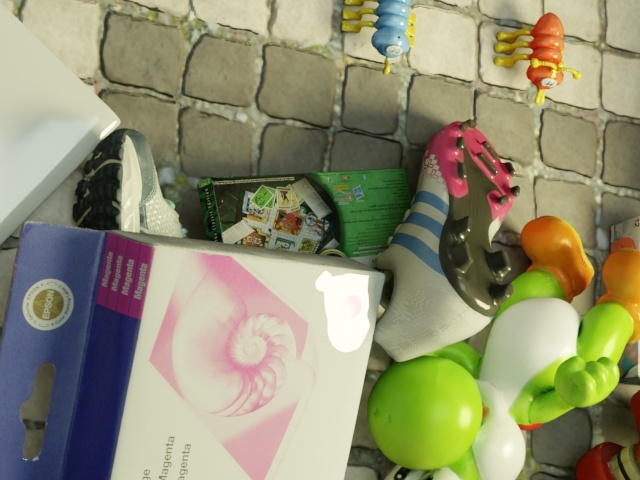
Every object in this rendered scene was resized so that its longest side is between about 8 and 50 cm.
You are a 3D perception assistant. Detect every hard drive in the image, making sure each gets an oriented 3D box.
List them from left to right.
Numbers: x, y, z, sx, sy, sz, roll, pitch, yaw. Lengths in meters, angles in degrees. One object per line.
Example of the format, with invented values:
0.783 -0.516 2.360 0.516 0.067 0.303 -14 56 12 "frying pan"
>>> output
-0.355 -0.072 1.179 0.203 0.040 0.307 45 65 -10 "hard drive"

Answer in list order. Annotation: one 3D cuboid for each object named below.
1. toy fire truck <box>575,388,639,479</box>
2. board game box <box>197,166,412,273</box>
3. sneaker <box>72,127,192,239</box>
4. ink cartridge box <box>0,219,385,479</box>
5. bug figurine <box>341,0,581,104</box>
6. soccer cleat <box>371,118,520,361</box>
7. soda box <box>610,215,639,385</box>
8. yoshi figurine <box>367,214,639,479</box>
0.418 0.293 1.344 0.254 0.169 0.302 28 35 -26 "toy fire truck"
0.000 0.000 1.288 0.260 0.030 0.136 -5 78 -43 "board game box"
-0.150 0.036 1.225 0.122 0.110 0.282 -7 91 -33 "sneaker"
-0.119 0.162 1.137 0.330 0.071 0.324 7 97 -34 "ink cartridge box"
0.164 -0.267 1.434 0.279 0.072 0.216 7 76 -22 "bug figurine"
0.112 -0.008 1.306 0.116 0.143 0.331 46 28 -17 "soccer cleat"
0.360 0.067 1.460 0.063 0.058 0.183 9 75 -22 "soda box"
0.175 0.121 1.301 0.203 0.203 0.362 44 67 -1 "yoshi figurine"
